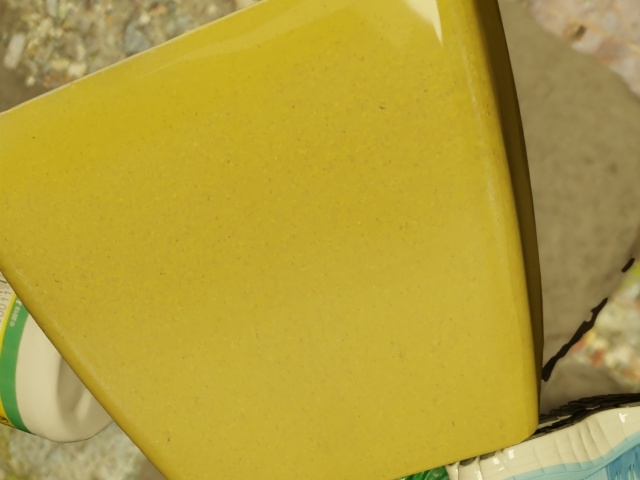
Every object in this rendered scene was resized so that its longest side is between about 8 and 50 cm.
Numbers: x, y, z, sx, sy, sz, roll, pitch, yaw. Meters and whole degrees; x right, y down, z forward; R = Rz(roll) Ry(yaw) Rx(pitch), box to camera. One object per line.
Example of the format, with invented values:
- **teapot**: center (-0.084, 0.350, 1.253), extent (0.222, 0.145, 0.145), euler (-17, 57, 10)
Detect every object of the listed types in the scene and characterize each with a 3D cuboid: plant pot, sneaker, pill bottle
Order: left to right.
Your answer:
- **pill bottle**: center (-0.201, 0.024, 0.568), extent (0.208, 0.117, 0.118), euler (16, 93, 16)
- **plant pot**: center (0.000, 0.000, 0.474), extent (0.212, 0.212, 0.187), euler (-19, 96, 15)
- **sneaker**: center (0.128, 0.108, 0.465), extent (0.162, 0.063, 0.073), euler (-9, 86, -25)

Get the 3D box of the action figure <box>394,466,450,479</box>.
- **action figure**: center (0.119, 0.181, 0.495), extent (0.232, 0.063, 0.137), euler (45, 102, 9)
